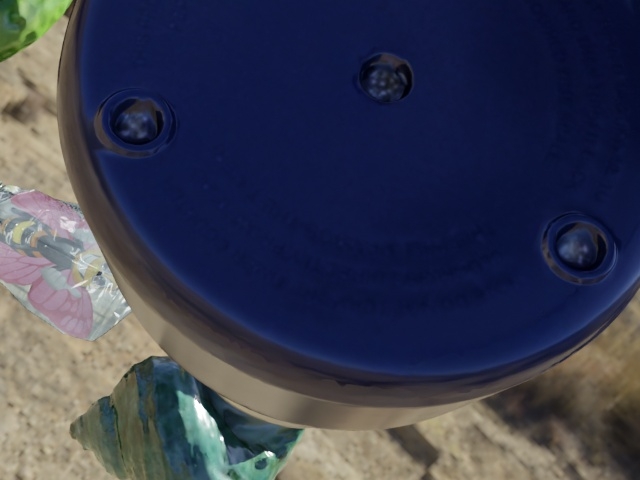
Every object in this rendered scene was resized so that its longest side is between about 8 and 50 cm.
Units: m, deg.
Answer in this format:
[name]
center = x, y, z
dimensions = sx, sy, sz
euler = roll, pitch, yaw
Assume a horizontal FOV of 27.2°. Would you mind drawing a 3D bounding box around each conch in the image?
[conch]
center = -0.099, 0.143, 1.100
dimensions = 0.202, 0.134, 0.196
euler = -7, 86, -32

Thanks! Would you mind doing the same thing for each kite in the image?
[kite]
center = -0.333, -0.026, 1.350
dimensions = 0.360, 0.022, 0.204
euler = 30, 36, -1

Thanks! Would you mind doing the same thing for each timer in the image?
[timer]
center = 0.000, 0.000, 0.717
dimensions = 0.270, 0.383, 0.270
euler = 3, 68, -8

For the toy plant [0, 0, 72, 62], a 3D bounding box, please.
[toy plant]
center = -0.210, -0.243, 0.919
dimensions = 0.224, 0.316, 0.184
euler = 25, -30, 30
